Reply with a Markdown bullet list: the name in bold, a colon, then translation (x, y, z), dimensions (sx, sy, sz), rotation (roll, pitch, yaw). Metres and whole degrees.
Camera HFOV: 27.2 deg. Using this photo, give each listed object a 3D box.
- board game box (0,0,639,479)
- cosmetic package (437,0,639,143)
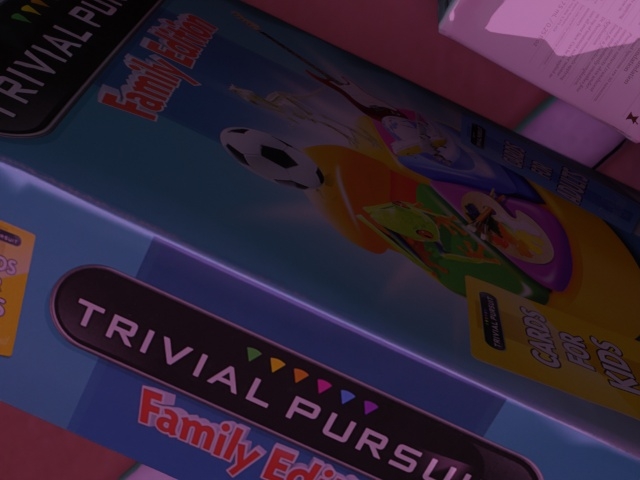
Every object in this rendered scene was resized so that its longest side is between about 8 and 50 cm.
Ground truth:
- **board game box**: translation (0.000, 0.000, 0.491), dimensions (0.336, 0.254, 0.079), rotation (25, 113, -6)
- **cosmetic package**: translation (0.147, -0.165, 0.508), dimensions (0.099, 0.060, 0.239), rotation (29, 113, -7)
